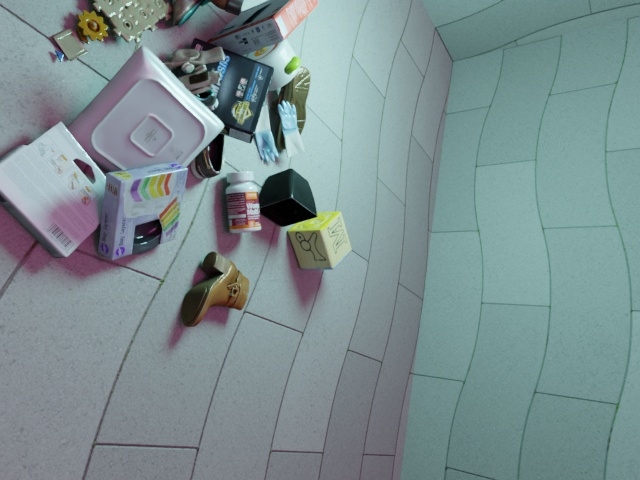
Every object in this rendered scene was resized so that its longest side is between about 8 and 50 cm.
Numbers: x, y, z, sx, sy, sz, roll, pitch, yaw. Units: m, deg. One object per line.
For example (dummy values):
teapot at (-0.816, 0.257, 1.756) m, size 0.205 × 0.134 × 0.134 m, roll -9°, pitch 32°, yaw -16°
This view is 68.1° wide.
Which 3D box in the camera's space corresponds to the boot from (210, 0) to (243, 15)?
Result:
boot at (-0.385, -0.898, 1.591) m, size 0.280 × 0.096 × 0.264 m, roll 17°, pitch 63°, yaw -19°

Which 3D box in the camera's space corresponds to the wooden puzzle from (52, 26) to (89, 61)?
wooden puzzle at (-0.690, -0.541, 1.308) m, size 0.116 × 0.014 × 0.079 m, roll -51°, pitch 124°, yaw -43°

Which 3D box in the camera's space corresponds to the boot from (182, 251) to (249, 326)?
boot at (-0.362, 0.205, 1.682) m, size 0.220 × 0.108 × 0.284 m, roll 49°, pitch 44°, yaw -47°

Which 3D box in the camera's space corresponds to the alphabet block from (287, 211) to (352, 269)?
alphabet block at (0.000, 0.000, 2.113) m, size 0.193 × 0.192 × 0.197 m, roll -44°, pitch 125°, yaw -48°

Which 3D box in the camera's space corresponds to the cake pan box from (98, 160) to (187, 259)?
cake pan box at (-0.518, -0.088, 1.387) m, size 0.245 × 0.070 × 0.267 m, roll -24°, pitch 139°, yaw -55°

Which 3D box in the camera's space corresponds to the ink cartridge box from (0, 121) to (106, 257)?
ink cartridge box at (-0.693, -0.133, 1.246) m, size 0.275 × 0.060 × 0.239 m, roll 62°, pitch 41°, yaw -34°

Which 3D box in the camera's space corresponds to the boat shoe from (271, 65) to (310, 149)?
boat shoe at (-0.138, -0.562, 2.000) m, size 0.123 × 0.123 × 0.342 m, roll -7°, pitch 116°, yaw -45°

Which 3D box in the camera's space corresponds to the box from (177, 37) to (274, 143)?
box at (-0.334, -0.511, 1.618) m, size 0.293 × 0.073 × 0.296 m, roll 18°, pitch 68°, yaw -12°

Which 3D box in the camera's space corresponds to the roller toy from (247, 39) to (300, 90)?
roller toy at (-0.193, -0.703, 1.868) m, size 0.146 × 0.209 × 0.191 m, roll 52°, pitch 14°, yaw -41°

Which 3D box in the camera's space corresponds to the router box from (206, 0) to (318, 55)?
router box at (-0.214, -0.782, 1.715) m, size 0.082 × 0.335 × 0.301 m, roll 59°, pitch 43°, yaw -34°

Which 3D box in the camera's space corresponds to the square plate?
square plate at (-0.498, -0.315, 1.386) m, size 0.347 × 0.049 × 0.344 m, roll -48°, pitch 136°, yaw -1°

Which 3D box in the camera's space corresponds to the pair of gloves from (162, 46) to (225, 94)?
pair of gloves at (-0.409, -0.545, 1.502) m, size 0.042 × 0.204 × 0.240 m, roll 81°, pitch 1°, yaw -51°

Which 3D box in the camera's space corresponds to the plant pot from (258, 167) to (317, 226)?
plant pot at (-0.137, -0.183, 1.948) m, size 0.187 × 0.188 × 0.167 m, roll 34°, pitch 49°, yaw -49°

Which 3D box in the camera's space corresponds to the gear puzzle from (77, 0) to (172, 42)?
gear puzzle at (-0.595, -0.685, 1.421) m, size 0.175 × 0.044 × 0.339 m, roll 53°, pitch 47°, yaw -30°

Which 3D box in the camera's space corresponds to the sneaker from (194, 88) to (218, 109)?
sneaker at (-0.409, -0.456, 1.500) m, size 0.166 × 0.076 × 0.065 m, roll -8°, pitch 76°, yaw -17°

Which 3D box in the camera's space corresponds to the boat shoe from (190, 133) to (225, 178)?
boat shoe at (-0.383, -0.379, 1.662) m, size 0.116 × 0.096 × 0.325 m, roll 13°, pitch 78°, yaw -55°

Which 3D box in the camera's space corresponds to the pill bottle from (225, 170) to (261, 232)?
pill bottle at (-0.290, -0.142, 1.764) m, size 0.121 × 0.121 × 0.221 m, roll -11°, pitch 98°, yaw -54°

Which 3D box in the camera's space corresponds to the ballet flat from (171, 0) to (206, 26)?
ballet flat at (-0.442, -0.838, 1.617) m, size 0.106 × 0.107 × 0.316 m, roll 43°, pitch 46°, yaw -20°

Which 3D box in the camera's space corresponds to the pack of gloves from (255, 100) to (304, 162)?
pack of gloves at (-0.169, -0.437, 1.920) m, size 0.195 × 0.046 × 0.232 m, roll -21°, pitch 118°, yaw -17°
